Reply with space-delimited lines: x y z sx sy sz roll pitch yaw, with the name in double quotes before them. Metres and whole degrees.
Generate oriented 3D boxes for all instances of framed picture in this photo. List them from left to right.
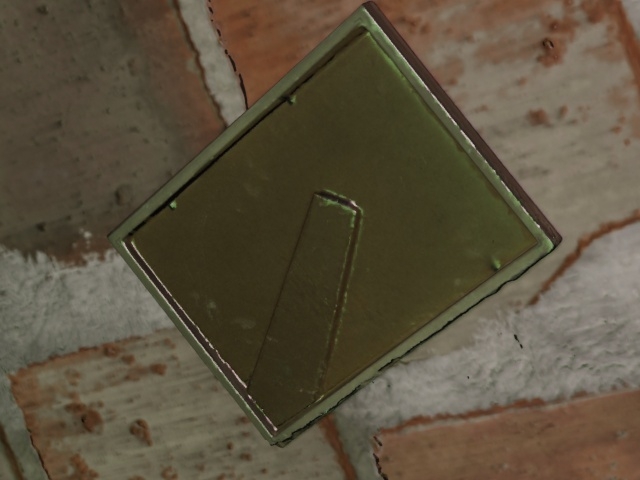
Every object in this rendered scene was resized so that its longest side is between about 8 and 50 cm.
"framed picture" 0.000 0.000 1.134 0.315 0.024 0.232 -38 89 29
